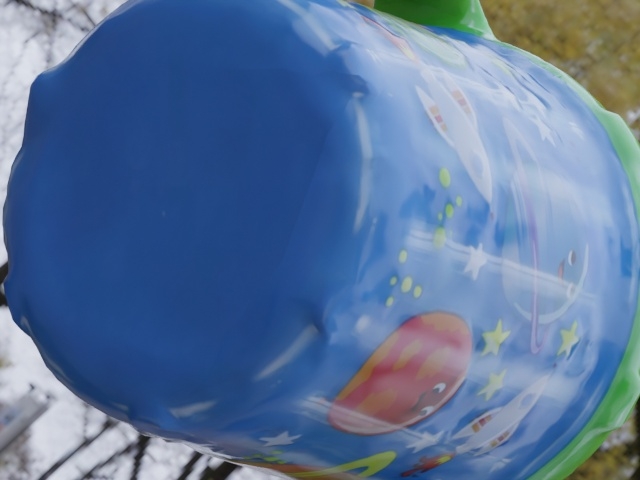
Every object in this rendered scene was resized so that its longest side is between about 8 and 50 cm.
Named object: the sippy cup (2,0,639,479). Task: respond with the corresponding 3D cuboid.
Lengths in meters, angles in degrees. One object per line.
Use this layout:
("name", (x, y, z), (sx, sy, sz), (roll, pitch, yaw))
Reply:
("sippy cup", (0.000, 0.000, 0.556), (0.224, 0.240, 0.305), (20, 36, -59))
